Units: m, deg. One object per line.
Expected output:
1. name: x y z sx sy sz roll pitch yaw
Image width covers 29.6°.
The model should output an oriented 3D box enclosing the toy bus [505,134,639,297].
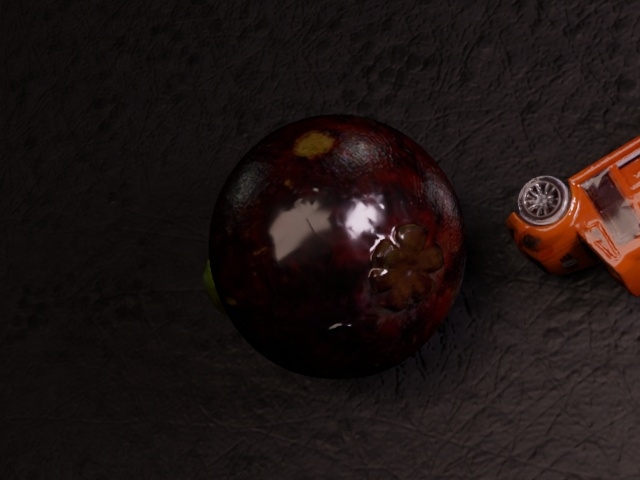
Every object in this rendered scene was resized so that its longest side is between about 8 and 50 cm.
1. toy bus: 0.374 -0.048 1.324 0.329 0.143 0.153 -31 63 13

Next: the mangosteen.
1. mangosteen: 0.000 0.000 1.416 0.359 0.306 0.306 20 83 54
